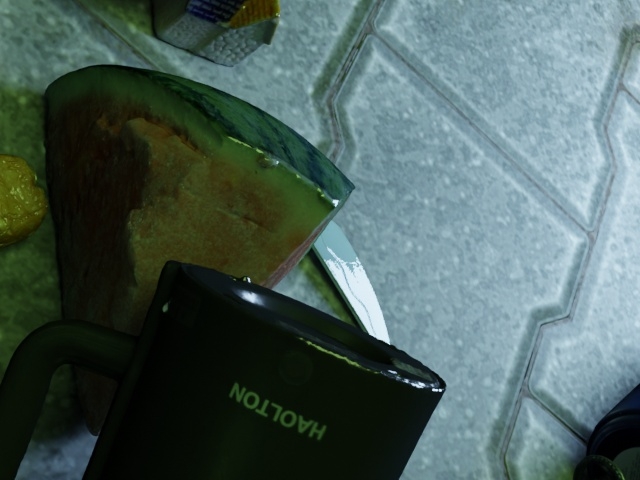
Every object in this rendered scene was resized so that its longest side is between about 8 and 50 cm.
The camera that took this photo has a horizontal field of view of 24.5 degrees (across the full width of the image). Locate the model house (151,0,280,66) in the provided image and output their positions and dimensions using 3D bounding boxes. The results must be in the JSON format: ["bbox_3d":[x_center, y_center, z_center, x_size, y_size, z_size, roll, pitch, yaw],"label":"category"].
[{"bbox_3d":[-0.091,-0.230,1.372,0.101,0.100,0.087,16,60,-34],"label":"model house"}]

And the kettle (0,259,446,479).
[{"bbox_3d":[-0.091,0.183,1.012,0.262,0.203,0.308,23,94,-31],"label":"kettle"}]

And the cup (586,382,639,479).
[{"bbox_3d":[0.437,0.214,1.517,0.255,0.178,0.256,26,38,29],"label":"cup"}]

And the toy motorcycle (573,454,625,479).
[{"bbox_3d":[0.319,0.311,1.407,0.102,0.221,0.150,-10,121,-44],"label":"toy motorcycle"}]

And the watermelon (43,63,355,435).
[{"bbox_3d":[-0.079,0.006,1.208,0.251,0.283,0.292,0,95,-26],"label":"watermelon"}]

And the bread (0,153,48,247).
[{"bbox_3d":[-0.256,-0.032,1.167,0.081,0.046,0.083,38,47,-28],"label":"bread"}]

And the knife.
[{"bbox_3d":[0.000,-0.001,1.392,0.260,0.035,0.063,56,33,-13],"label":"knife"}]
